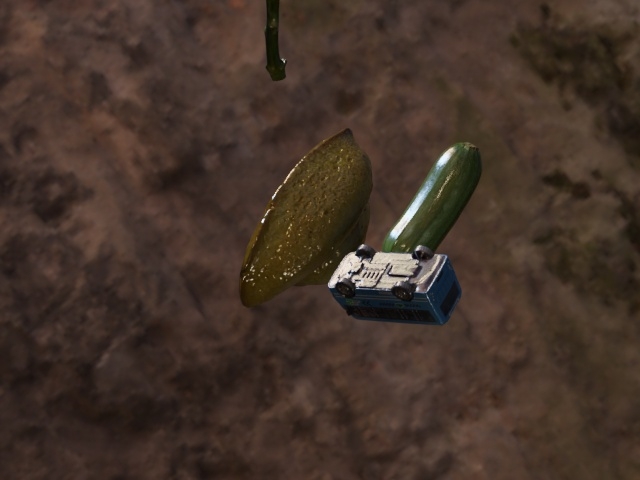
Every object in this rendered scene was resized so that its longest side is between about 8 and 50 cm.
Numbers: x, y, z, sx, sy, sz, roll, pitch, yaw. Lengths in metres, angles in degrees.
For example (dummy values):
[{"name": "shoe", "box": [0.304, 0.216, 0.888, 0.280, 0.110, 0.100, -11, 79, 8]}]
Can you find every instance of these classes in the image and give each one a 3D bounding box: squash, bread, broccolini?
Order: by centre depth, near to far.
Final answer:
[{"name": "broccolini", "box": [-0.033, -0.206, 1.055, 0.194, 0.054, 0.052, 94, 166, -65]}, {"name": "bread", "box": [0.000, 0.000, 1.112, 0.065, 0.187, 0.149, 25, 147, 23]}, {"name": "squash", "box": [0.151, -0.037, 1.706, 0.068, 0.219, 0.077, 33, 177, 16]}]

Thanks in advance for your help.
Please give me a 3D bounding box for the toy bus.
[{"name": "toy bus", "box": [0.050, 0.032, 0.835, 0.038, 0.083, 0.046, -57, -48, -34]}]
